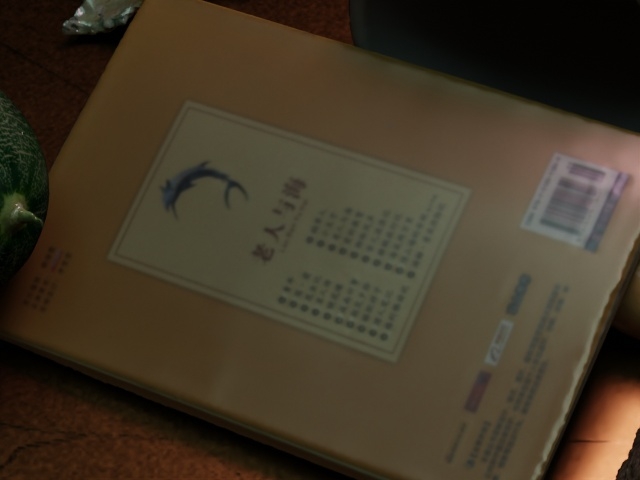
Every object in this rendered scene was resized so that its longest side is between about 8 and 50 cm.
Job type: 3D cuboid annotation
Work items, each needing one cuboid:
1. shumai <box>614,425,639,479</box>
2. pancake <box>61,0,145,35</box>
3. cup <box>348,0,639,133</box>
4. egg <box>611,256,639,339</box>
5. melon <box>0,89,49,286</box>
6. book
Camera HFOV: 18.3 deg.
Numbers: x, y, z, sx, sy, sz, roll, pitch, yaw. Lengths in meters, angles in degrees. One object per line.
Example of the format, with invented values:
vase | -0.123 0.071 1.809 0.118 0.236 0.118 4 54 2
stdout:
shumai | 0.238 0.131 1.129 0.116 0.145 0.145 26 55 -2
pancake | -0.195 -0.309 1.564 0.427 0.067 0.305 30 67 25
cup | 0.208 -0.183 1.305 0.301 0.227 0.257 18 49 23
egg | 0.208 0.028 1.230 0.083 0.071 0.071 29 59 23
melon | -0.283 -0.039 1.251 0.288 0.182 0.182 9 51 32
book | 0.000 0.000 1.245 0.389 0.032 0.269 20 73 23
